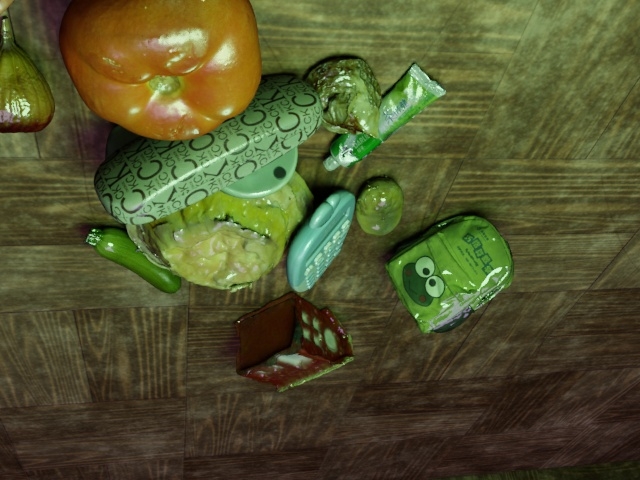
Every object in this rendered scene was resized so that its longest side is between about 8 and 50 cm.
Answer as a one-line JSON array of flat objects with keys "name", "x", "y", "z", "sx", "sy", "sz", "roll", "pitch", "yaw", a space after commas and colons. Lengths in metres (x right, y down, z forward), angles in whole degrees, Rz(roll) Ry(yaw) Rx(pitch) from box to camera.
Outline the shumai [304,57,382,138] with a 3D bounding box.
[{"name": "shumai", "x": 0.034, "y": -0.216, "z": 1.156, "sx": 0.123, "sy": 0.105, "sz": 0.139, "roll": -7, "pitch": 118, "yaw": 9}]

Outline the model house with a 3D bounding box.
[{"name": "model house", "x": -0.050, "y": 0.254, "z": 1.756, "sx": 0.196, "sy": 0.160, "sz": 0.254, "roll": -29, "pitch": 143, "yaw": 26}]

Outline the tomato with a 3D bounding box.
[{"name": "tomato", "x": -0.202, "y": -0.249, "z": 0.966, "sx": 0.260, "sy": 0.179, "sz": 0.259, "roll": -5, "pitch": 146, "yaw": -3}]

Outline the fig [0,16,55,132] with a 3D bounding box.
[{"name": "fig", "x": -0.444, "y": -0.223, "z": 1.041, "sx": 0.119, "sy": 0.152, "sz": 0.119, "roll": -11, "pitch": -173, "yaw": 1}]

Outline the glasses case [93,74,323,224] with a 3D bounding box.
[{"name": "glasses case", "x": -0.161, "y": -0.139, "z": 1.089, "sx": 0.355, "sy": 0.137, "sz": 0.085, "roll": -30, "pitch": 139, "yaw": -14}]

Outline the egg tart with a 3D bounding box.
[{"name": "egg tart", "x": -0.178, "y": -0.015, "z": 1.335, "sx": 0.352, "sy": 0.150, "sz": 0.351, "roll": -5, "pitch": 139, "yaw": -4}]

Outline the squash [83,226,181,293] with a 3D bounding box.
[{"name": "squash", "x": -0.352, "y": 0.034, "z": 1.440, "sx": 0.069, "sy": 0.069, "sz": 0.258, "roll": -23, "pitch": 144, "yaw": 19}]

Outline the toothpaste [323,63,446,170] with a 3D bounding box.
[{"name": "toothpaste", "x": 0.095, "y": -0.194, "z": 1.240, "sx": 0.078, "sy": 0.046, "sz": 0.248, "roll": 36, "pitch": 126, "yaw": -25}]

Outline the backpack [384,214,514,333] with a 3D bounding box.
[{"name": "backpack", "x": 0.273, "y": 0.062, "z": 1.521, "sx": 0.253, "sy": 0.207, "sz": 0.140, "roll": -35, "pitch": 161, "yaw": 19}]

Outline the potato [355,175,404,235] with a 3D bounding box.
[{"name": "potato", "x": 0.112, "y": -0.066, "z": 1.404, "sx": 0.092, "sy": 0.070, "sz": 0.138, "roll": -11, "pitch": 148, "yaw": -9}]

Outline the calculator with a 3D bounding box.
[{"name": "calculator", "x": 0.000, "y": 0.000, "z": 1.396, "sx": 0.188, "sy": 0.042, "sz": 0.302, "roll": -49, "pitch": 164, "yaw": -22}]

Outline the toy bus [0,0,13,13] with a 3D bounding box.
[{"name": "toy bus", "x": -0.512, "y": -0.324, "z": 0.736, "sx": 0.427, "sy": 0.232, "sz": 0.203, "roll": -7, "pitch": 145, "yaw": -3}]

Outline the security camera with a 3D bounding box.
[{"name": "security camera", "x": -0.187, "y": -0.126, "z": 1.181, "sx": 0.302, "sy": 0.157, "sz": 0.080, "roll": -6, "pitch": 162, "yaw": -6}]
